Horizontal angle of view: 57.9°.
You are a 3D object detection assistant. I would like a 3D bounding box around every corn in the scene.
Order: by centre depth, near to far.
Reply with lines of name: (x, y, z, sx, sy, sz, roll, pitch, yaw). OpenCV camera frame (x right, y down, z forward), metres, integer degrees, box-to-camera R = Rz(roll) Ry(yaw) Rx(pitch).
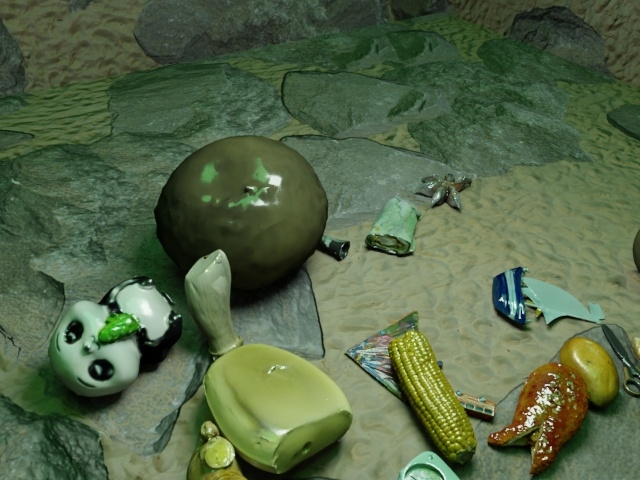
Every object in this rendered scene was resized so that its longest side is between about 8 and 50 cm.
corn: (0.232, 0.323, 1.225, 0.102, 0.101, 0.312, -9, 42, -15)

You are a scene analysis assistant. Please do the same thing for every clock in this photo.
clock: (0.192, 0.471, 1.098, 0.135, 0.041, 0.101, -22, 45, -26)

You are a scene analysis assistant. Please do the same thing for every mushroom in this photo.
mushroom: (-0.250, 0.148, 1.335, 0.108, 0.246, 0.096, -16, 10, -35)

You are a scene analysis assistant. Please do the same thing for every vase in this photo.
vase: (0.000, 0.000, 1.674, 0.167, 0.059, 0.059, 22, 42, 23)

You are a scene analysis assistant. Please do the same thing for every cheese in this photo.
cheese: (-0.106, 0.315, 1.174, 0.260, 0.128, 0.316, -6, 24, -42)

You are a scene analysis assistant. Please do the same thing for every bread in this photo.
bread: (0.474, 0.361, 1.216, 0.139, 0.095, 0.269, 24, 46, 36)

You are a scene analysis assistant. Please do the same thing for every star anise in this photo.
star anise: (0.405, -0.176, 1.920, 0.172, 0.063, 0.208, 16, 40, 19)

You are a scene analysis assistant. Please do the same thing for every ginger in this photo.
ginger: (-0.180, 0.442, 1.030, 0.102, 0.157, 0.216, 6, 34, -35)

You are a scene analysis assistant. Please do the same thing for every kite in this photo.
kite: (0.173, 0.273, 1.374, 0.234, 0.016, 0.321, 4, 37, 4)

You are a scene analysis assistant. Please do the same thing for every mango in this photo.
mango: (0.617, 0.294, 1.313, 0.115, 0.089, 0.165, -13, 44, -19)

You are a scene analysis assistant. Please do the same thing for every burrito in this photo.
burrito: (0.226, -0.053, 1.737, 0.144, 0.089, 0.228, 13, 41, 9)

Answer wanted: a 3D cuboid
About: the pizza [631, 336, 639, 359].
pizza: (0.801, 0.285, 1.390, 0.100, 0.029, 0.099, 13, 47, 16)

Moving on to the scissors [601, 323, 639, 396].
scissors: (0.731, 0.282, 1.393, 0.088, 0.017, 0.220, -4, 38, -3)

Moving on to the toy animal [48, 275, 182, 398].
toy animal: (-0.446, 0.209, 1.258, 0.213, 0.212, 0.267, 25, 40, 26)

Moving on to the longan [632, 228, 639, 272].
longan: (1.015, 0.042, 1.528, 0.351, 0.288, 0.288, 15, 38, -2)

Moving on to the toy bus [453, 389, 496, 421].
toy bus: (0.323, 0.359, 1.259, 0.110, 0.031, 0.043, 13, 46, 12)

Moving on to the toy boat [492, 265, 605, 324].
toy boat: (0.602, 0.155, 1.514, 0.291, 0.066, 0.220, 10, 38, 5)

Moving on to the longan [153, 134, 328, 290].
longan: (-0.192, -0.073, 1.494, 0.436, 0.403, 0.404, -24, 45, -31)
